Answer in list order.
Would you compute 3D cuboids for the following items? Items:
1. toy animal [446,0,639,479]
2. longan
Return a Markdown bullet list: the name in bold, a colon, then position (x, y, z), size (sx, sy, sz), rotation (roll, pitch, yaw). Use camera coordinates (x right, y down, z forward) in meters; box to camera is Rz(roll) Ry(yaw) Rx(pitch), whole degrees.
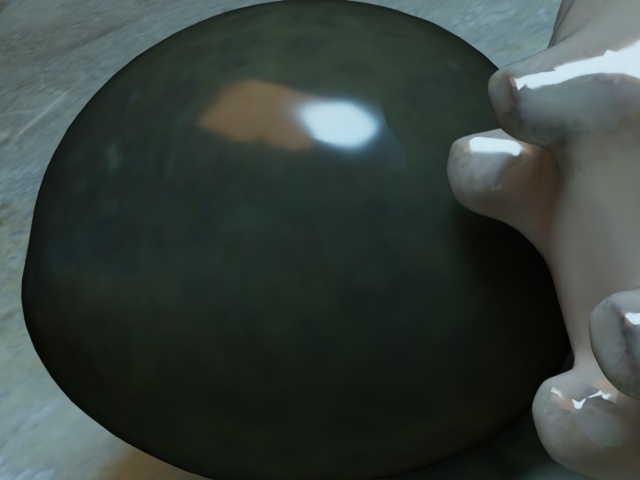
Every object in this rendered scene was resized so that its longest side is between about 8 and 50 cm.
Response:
- **toy animal**: position (0.192, -0.040, 0.788), size (0.269, 0.326, 0.237), rotation (-2, -23, -23)
- **longan**: position (0.000, 0.000, 0.945), size (0.300, 0.243, 0.300), rotation (-1, 13, 0)
